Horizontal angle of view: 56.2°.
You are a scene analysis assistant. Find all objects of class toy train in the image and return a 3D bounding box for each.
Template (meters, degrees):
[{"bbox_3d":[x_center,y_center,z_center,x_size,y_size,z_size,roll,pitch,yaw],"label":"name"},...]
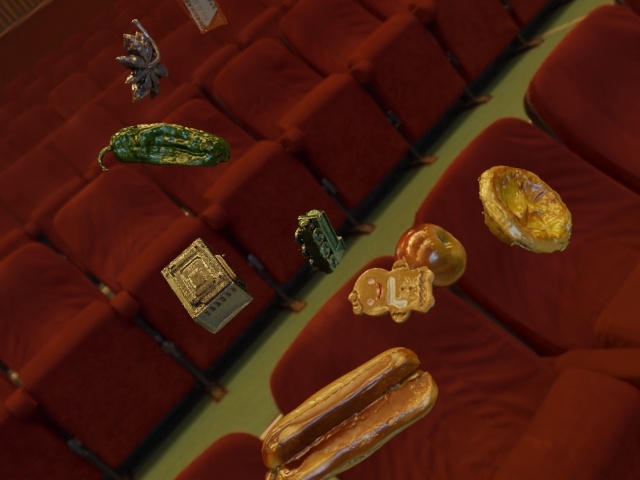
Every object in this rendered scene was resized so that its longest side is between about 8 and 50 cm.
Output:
[{"bbox_3d":[0.000,0.000,1.424,0.071,0.170,0.111,-3,43,29],"label":"toy train"}]

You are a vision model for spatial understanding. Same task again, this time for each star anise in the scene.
[{"bbox_3d":[-0.550,-0.558,1.871,0.081,0.262,0.230,2,1,27],"label":"star anise"}]

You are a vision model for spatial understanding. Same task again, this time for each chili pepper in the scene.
[{"bbox_3d":[-0.311,-0.185,1.202,0.257,0.100,0.074,2,12,-1],"label":"chili pepper"}]

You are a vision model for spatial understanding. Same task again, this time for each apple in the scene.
[{"bbox_3d":[0.334,0.057,1.836,0.173,0.235,0.210,-50,26,30],"label":"apple"}]

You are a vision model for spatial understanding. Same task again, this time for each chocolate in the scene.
[{"bbox_3d":[-0.445,-0.845,2.018,0.108,0.237,0.235,-36,-26,-1],"label":"chocolate"}]

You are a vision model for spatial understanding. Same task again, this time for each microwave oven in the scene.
[{"bbox_3d":[-0.306,0.116,1.599,0.163,0.129,0.205,-44,53,-2],"label":"microwave oven"}]

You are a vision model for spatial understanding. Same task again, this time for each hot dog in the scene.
[{"bbox_3d":[0.042,0.310,1.025,0.337,0.135,0.100,-31,-12,-12],"label":"hot dog"}]

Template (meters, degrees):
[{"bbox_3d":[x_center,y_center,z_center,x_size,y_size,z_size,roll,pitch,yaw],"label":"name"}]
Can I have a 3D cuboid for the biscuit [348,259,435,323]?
[{"bbox_3d":[0.200,0.144,1.698,0.249,0.035,0.184,-3,68,20],"label":"biscuit"}]

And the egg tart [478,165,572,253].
[{"bbox_3d":[0.622,-0.087,1.880,0.341,0.341,0.132,-55,-4,-42],"label":"egg tart"}]
